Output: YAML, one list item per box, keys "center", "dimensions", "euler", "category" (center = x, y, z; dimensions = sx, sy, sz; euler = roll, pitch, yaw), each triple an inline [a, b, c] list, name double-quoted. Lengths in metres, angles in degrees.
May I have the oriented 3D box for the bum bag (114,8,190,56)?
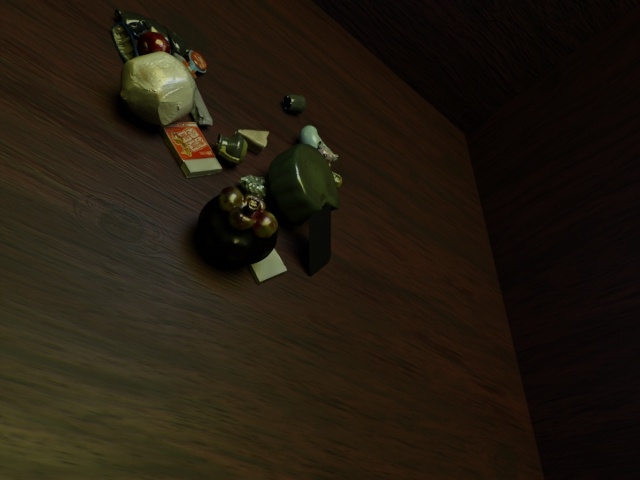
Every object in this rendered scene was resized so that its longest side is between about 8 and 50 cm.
- center: [-0.699, -0.876, 1.850]
  dimensions: [0.327, 0.080, 0.142]
  euler: [18, 46, -34]
  category: "bum bag"

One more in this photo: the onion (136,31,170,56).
- center: [-0.671, -0.771, 1.761]
  dimensions: [0.131, 0.131, 0.131]
  euler: [26, 46, -30]
  category: "onion"

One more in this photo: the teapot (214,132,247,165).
- center: [-0.360, -0.359, 1.748]
  dimensions: [0.119, 0.130, 0.165]
  euler: [13, 31, -21]
  category: "teapot"

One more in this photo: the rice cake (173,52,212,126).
- center: [-0.543, -0.622, 1.825]
  dimensions: [0.073, 0.056, 0.364]
  euler: [0, 60, -60]
  category: "rice cake"

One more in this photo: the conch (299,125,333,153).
- center: [-0.021, -0.468, 2.179]
  dimensions: [0.221, 0.121, 0.185]
  euler: [50, 31, -16]
  category: "conch"

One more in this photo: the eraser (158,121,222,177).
- center: [-0.497, -0.351, 1.681]
  dimensions: [0.157, 0.038, 0.230]
  euler: [-21, 76, -51]
  category: "eraser"

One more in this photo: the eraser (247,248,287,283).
- center: [-0.205, 0.093, 1.642]
  dimensions: [0.150, 0.023, 0.103]
  euler: [-20, 77, -51]
  category: "eraser"

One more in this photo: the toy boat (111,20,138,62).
- center: [-0.754, -0.754, 1.718]
  dimensions: [0.228, 0.080, 0.046]
  euler: [61, 5, 12]
  category: "toy boat"

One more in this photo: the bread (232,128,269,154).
- center: [-0.309, -0.458, 1.916]
  dimensions: [0.152, 0.077, 0.105]
  euler: [27, 49, -33]
  category: "bread"

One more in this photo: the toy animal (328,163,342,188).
- center: [0.052, -0.255, 2.057]
  dimensions: [0.136, 0.181, 0.073]
  euler: [22, 28, -17]
  category: "toy animal"

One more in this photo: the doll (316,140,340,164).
- center: [-0.008, -0.368, 2.076]
  dimensions: [0.149, 0.192, 0.095]
  euler: [38, 6, -42]
  category: "doll"

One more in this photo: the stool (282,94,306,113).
- center: [-0.138, -0.711, 2.274]
  dimensions: [0.110, 0.096, 0.096]
  euler: [-10, 69, -43]
  category: "stool"

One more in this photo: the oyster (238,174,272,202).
- center: [-0.252, -0.220, 1.808]
  dimensions: [0.124, 0.064, 0.177]
  euler: [54, 37, 9]
  category: "oyster"

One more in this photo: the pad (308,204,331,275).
- center: [0.000, 0.000, 1.787]
  dimensions: [0.181, 0.004, 0.266]
  euler: [-37, 134, -52]
  category: "pad"

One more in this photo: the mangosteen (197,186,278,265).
- center: [-0.265, -0.055, 1.471]
  dimensions: [0.275, 0.302, 0.274]
  euler: [13, 59, -22]
  category: "mangosteen"

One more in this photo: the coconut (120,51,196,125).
- center: [-0.588, -0.533, 1.563]
  dimensions: [0.245, 0.245, 0.247]
  euler: [49, 57, -4]
  category: "coconut"

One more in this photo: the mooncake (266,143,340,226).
- center: [-0.075, -0.232, 1.852]
  dimensions: [0.351, 0.188, 0.351]
  euler: [33, 47, -44]
  category: "mooncake"

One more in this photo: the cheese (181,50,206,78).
- center: [-0.546, -0.767, 1.906]
  dimensions: [0.106, 0.037, 0.256]
  euler: [51, 19, -28]
  category: "cheese"
